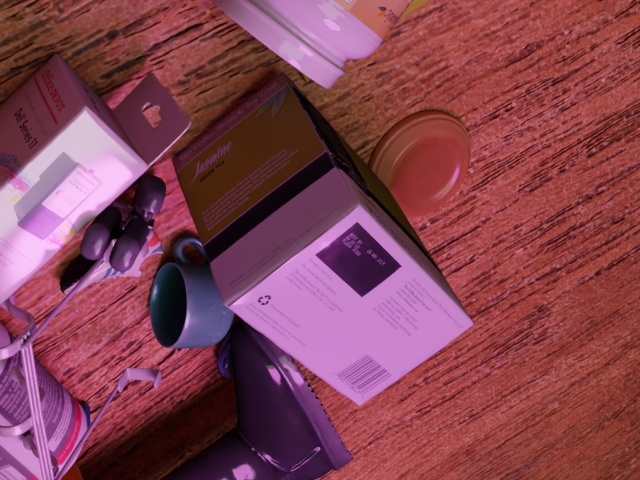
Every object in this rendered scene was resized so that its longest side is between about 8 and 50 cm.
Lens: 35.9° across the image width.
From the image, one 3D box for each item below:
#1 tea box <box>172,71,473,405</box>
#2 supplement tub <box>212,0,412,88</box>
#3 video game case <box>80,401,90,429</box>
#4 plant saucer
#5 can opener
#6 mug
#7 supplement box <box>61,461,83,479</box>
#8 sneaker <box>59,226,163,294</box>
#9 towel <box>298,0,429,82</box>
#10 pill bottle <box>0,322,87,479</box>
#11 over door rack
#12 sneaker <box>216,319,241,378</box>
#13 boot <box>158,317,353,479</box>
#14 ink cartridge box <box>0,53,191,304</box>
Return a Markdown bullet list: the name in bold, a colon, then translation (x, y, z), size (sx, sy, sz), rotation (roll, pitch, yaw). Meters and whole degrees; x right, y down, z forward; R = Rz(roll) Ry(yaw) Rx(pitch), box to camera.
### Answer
- **tea box**: translation (0.000, 0.000, 1.411), size (0.220, 0.324, 0.329), rotation (-37, 133, 11)
- **supplement tub**: translation (0.030, -0.373, 1.244), size (0.228, 0.228, 0.316), rotation (28, 104, -41)
- **video game case**: translation (-0.430, 0.322, 1.534), size (0.166, 0.119, 0.015), rotation (-35, 105, -6)
- **plant saucer**: translation (0.171, -0.118, 1.644), size (0.200, 0.037, 0.200), rotation (-17, 128, -22)
- **can opener**: translation (-0.253, -0.036, 1.297), size (0.076, 0.283, 0.095), rotation (23, 97, -9)
- **mug**: translation (-0.185, 0.088, 1.507), size (0.097, 0.129, 0.158), rotation (4, 119, -35)
- **supplement box**: translation (-0.466, 0.501, 1.626), size (0.191, 0.129, 0.194), rotation (-15, 128, -23)
- **sneaker**: translation (-0.301, 0.040, 1.449), size (0.161, 0.057, 0.075), rotation (-38, 128, -6)
- **towel**: translation (0.055, -0.330, 1.437), size (0.237, 0.021, 0.102), rotation (-35, 138, -7)
- **pill bottle**: translation (-0.479, 0.211, 1.380), size (0.176, 0.176, 0.318), rotation (-35, 133, -6)
- **over door rack**: translation (-0.341, 0.164, 1.322), size (0.324, 0.108, 0.240), rotation (-47, 141, -57)
- **sneaker**: translation (-0.075, 0.163, 1.657), size (0.221, 0.087, 0.083), rotation (-34, 132, -7)
- **boot**: translation (-0.199, 0.360, 1.563), size (0.445, 0.146, 0.367), rotation (-32, 124, -7)
- **ink cartridge box**: translation (-0.346, -0.095, 1.222), size (0.353, 0.207, 0.119), rotation (-43, 127, 1)
